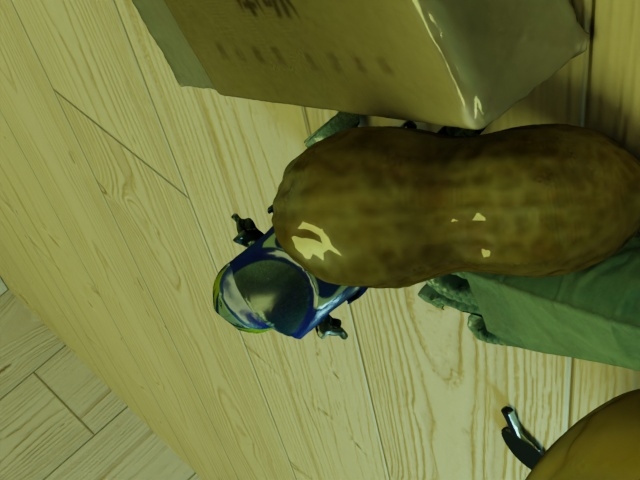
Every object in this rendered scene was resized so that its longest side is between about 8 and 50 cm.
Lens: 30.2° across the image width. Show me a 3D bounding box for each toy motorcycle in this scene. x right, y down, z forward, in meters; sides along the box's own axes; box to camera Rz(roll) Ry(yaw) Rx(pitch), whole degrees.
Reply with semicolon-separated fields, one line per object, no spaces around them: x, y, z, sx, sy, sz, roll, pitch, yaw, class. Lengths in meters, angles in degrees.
0.000;0.000;0.770;0.113;0.169;0.315;48;160;-2;toy motorcycle

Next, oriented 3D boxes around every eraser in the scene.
-0.016;-0.149;0.656;0.343;0.078;0.144;16;141;58;eraser

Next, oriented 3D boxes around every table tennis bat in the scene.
0.165;0.164;0.971;0.050;0.007;0.083;27;153;48;table tennis bat

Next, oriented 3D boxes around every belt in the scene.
0.162;0.039;0.633;0.087;0.072;0.302;54;160;-27;belt

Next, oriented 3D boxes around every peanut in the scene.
0.072;-0.018;0.593;0.193;0.089;0.089;0;150;3;peanut

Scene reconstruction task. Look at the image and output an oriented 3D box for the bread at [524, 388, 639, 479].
0.251;0.292;0.654;0.424;0.245;0.329;51;162;7;bread
